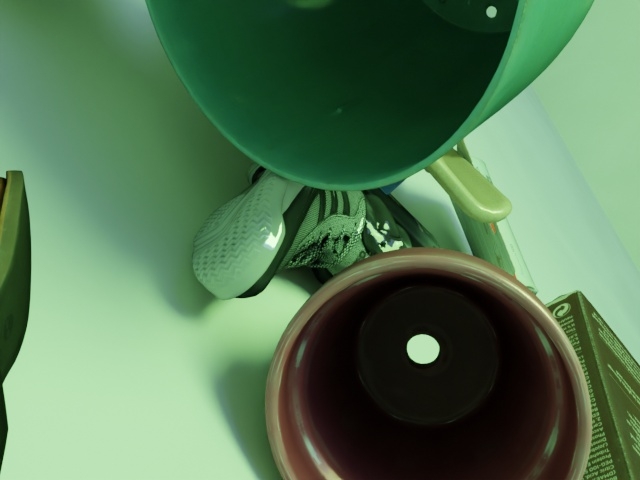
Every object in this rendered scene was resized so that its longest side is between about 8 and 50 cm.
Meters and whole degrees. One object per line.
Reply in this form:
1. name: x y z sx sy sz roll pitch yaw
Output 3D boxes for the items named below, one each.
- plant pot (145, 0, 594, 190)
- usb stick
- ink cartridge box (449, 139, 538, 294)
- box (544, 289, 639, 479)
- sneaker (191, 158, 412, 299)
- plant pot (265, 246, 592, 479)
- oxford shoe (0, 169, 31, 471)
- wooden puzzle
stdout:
1. plant pot: 0.058 -0.207 0.508 0.235 0.293 0.293 -29 85 -43
2. usb stick: 0.032 -0.060 0.797 0.278 0.045 0.077 42 6 -28
3. ink cartridge box: 0.222 -0.021 0.956 0.232 0.066 0.189 80 -8 -72
4. box: 0.290 0.249 0.788 0.191 0.143 0.381 48 25 -19
5. sneaker: 0.000 0.000 0.610 0.153 0.101 0.268 47 24 -12
6. plant pot: 0.076 0.100 0.545 0.201 0.201 0.180 56 10 1
7. oxford shoe: -0.167 0.031 0.329 0.076 0.076 0.212 2 33 -11
8. wooden puzzle: 0.022 -0.162 0.806 0.348 0.080 0.322 41 11 -17
